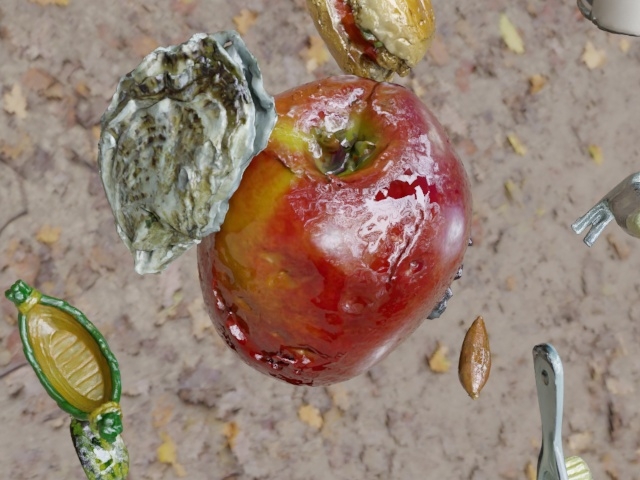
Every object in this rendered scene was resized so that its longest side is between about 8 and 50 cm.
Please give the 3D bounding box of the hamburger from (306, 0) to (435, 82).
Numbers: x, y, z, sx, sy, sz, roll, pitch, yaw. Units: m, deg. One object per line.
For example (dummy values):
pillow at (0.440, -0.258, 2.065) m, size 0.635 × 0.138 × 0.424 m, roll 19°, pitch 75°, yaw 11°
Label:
hamburger at (0.081, -0.350, 1.515) m, size 0.244 × 0.163 × 0.244 m, roll 54°, pitch 18°, yaw -27°

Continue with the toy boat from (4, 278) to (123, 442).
toy boat at (-0.285, 0.140, 1.148) m, size 0.089 × 0.088 × 0.229 m, roll -39°, pitch 70°, yaw -7°

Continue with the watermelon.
watermelon at (-0.374, 0.347, 1.640) m, size 0.069 × 0.087 × 0.163 m, roll -12°, pitch 70°, yaw -56°

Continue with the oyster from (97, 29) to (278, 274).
oyster at (-0.156, -0.101, 1.103) m, size 0.198 × 0.268 × 0.112 m, roll 56°, pitch 28°, yaw 11°

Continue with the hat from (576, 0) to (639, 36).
hat at (0.462, -0.390, 1.347) m, size 0.161 × 0.232 × 0.275 m, roll 46°, pitch 59°, yaw -63°

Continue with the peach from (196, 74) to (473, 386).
peach at (0.000, 0.000, 1.270) m, size 0.339 × 0.416 × 0.353 m, roll 40°, pitch 63°, yaw 18°

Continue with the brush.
brush at (0.273, 0.244, 1.100) m, size 0.060 × 0.068 × 0.296 m, roll -12°, pitch 111°, yaw -13°

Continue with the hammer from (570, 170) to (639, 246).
hammer at (0.399, -0.042, 1.268) m, size 0.041 × 0.159 × 0.226 m, roll 47°, pitch 13°, yaw -4°

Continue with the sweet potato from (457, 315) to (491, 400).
sweet potato at (0.156, 0.119, 1.010) m, size 0.034 × 0.034 × 0.095 m, roll 29°, pitch 54°, yaw -23°
